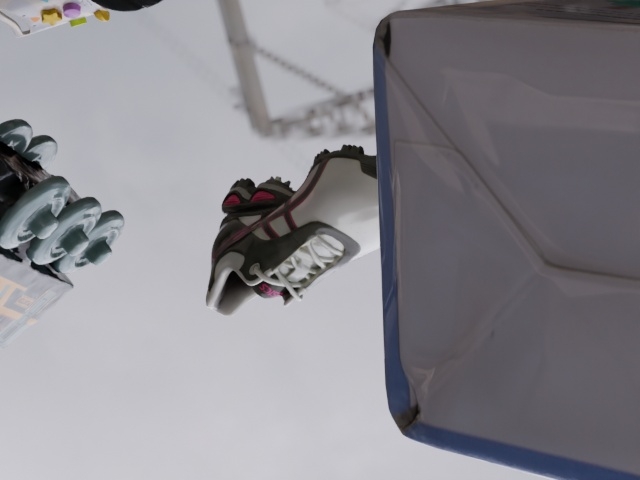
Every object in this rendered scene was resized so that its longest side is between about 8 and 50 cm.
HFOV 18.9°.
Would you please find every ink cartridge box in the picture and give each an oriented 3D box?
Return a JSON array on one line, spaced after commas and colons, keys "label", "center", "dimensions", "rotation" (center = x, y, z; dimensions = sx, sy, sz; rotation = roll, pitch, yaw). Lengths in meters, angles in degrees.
[{"label": "ink cartridge box", "center": [0.248, -0.017, 0.677], "dimensions": [0.270, 0.151, 0.395], "rotation": [11, -162, 42]}]

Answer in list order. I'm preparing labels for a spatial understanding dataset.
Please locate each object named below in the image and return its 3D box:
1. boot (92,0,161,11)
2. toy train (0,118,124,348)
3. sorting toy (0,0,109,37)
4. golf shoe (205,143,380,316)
[{"label": "boot", "center": [-0.052, -0.271, 1.289], "dimensions": [0.246, 0.094, 0.207], "rotation": [-52, 177, 25]}, {"label": "toy train", "center": [-0.290, -0.004, 1.643], "dimensions": [0.190, 0.142, 0.334], "rotation": [-44, 168, 1]}, {"label": "sorting toy", "center": [-0.203, -0.176, 1.424], "dimensions": [0.075, 0.083, 0.045], "rotation": [-23, -119, 14]}, {"label": "golf shoe", "center": [0.000, 0.000, 1.631], "dimensions": [0.273, 0.105, 0.120], "rotation": [-18, -137, 55]}]
